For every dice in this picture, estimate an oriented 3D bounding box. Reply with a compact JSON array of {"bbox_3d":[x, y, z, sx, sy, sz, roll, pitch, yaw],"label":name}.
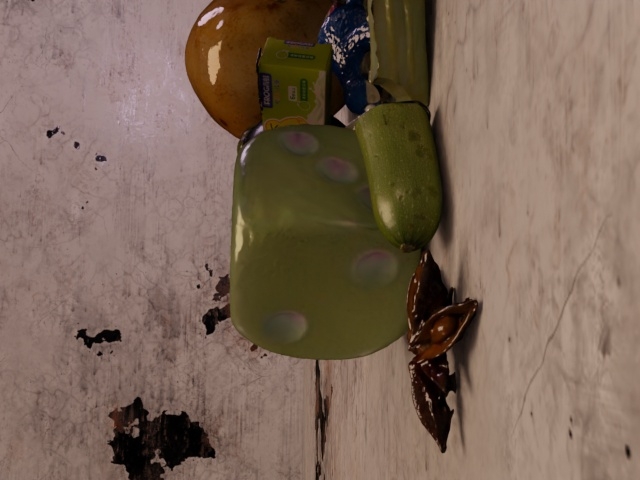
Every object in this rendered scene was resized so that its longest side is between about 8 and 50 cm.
[{"bbox_3d":[0.000,0.000,1.038,0.252,0.249,0.254,-95,8,-51],"label":"dice"}]

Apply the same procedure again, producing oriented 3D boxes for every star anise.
[{"bbox_3d":[0.118,0.089,0.768,0.212,0.053,0.157,-91,5,-46],"label":"star anise"}]

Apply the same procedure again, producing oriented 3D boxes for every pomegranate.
[{"bbox_3d":[-0.105,-0.425,1.693,0.416,0.416,0.417,-179,90,-85],"label":"pomegranate"}]

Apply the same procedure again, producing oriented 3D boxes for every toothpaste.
[{"bbox_3d":[-0.041,-0.186,1.262,0.327,0.110,0.077,91,-173,-49],"label":"toothpaste"}]

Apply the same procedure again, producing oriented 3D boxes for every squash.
[{"bbox_3d":[0.100,-0.068,0.868,0.095,0.095,0.188,99,167,-57],"label":"squash"}]

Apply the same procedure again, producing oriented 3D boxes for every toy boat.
[{"bbox_3d":[0.098,-0.307,0.958,0.111,0.084,0.276,-112,23,-84],"label":"toy boat"}]

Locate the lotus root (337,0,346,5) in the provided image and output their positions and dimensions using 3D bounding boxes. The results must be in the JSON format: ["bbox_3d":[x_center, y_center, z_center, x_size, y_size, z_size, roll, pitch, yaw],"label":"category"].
[{"bbox_3d":[-0.058,-0.710,1.911,0.149,0.260,0.267,104,167,-72],"label":"lotus root"}]

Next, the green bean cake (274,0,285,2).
[{"bbox_3d":[-0.001,-0.573,1.417,0.131,0.224,0.230,-111,21,-70],"label":"green bean cake"}]

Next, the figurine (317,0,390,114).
[{"bbox_3d":[0.056,-0.309,1.235,0.262,0.120,0.164,-95,9,-48],"label":"figurine"}]

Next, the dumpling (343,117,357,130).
[{"bbox_3d":[0.061,-0.153,1.265,0.169,0.099,0.134,146,129,-85],"label":"dumpling"}]

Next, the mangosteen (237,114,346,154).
[{"bbox_3d":[-0.052,-0.138,1.542,0.287,0.287,0.233,101,171,-65],"label":"mangosteen"}]

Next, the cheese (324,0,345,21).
[{"bbox_3d":[0.054,-0.360,1.446,0.244,0.062,0.155,68,-162,-46],"label":"cheese"}]
